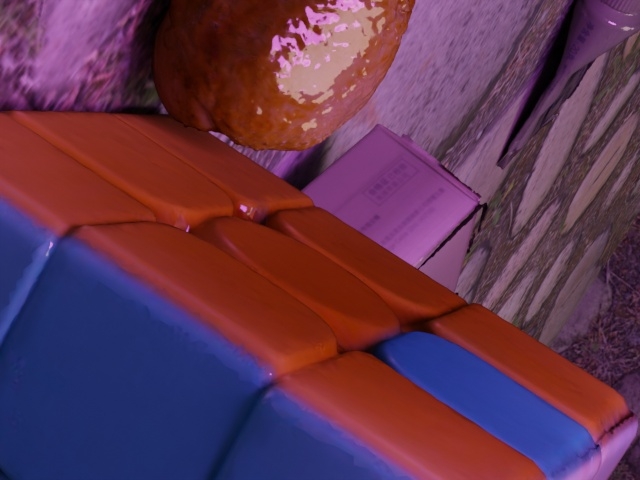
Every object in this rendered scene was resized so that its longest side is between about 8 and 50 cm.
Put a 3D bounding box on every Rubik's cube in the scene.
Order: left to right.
[{"bbox_3d":[-0.074,0.133,0.773,0.290,0.291,0.291,-60,165,13],"label":"Rubik's cube"}]

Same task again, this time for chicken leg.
[{"bbox_3d":[0.027,-0.138,0.842,0.251,0.087,0.107,-42,148,1],"label":"chicken leg"}]

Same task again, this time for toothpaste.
[{"bbox_3d":[0.254,-0.182,1.687,0.099,0.068,0.282,-11,152,-29],"label":"toothpaste"}]

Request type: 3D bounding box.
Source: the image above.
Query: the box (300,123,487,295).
[{"bbox_3d":[-0.014,0.074,1.170,0.251,0.106,0.203,-42,160,-27],"label":"box"}]
